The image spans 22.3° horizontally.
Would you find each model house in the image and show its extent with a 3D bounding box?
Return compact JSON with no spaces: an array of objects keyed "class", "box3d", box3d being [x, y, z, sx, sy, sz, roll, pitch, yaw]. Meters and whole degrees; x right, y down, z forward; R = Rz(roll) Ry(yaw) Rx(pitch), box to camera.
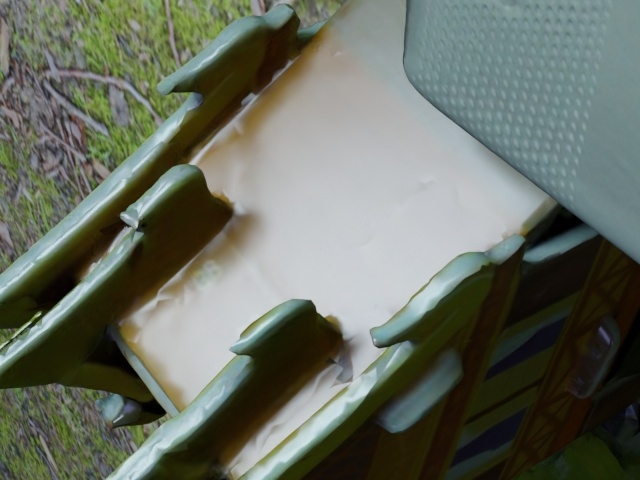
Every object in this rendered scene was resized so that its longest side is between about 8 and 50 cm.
[{"class":"model house","box3d":[-0.007,0.043,0.717,0.242,0.312,0.358,51,148,27]}]

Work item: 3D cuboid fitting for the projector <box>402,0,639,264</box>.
[{"class":"projector","box3d":[0.164,-0.073,0.494,0.242,0.177,0.163,41,144,34]}]
